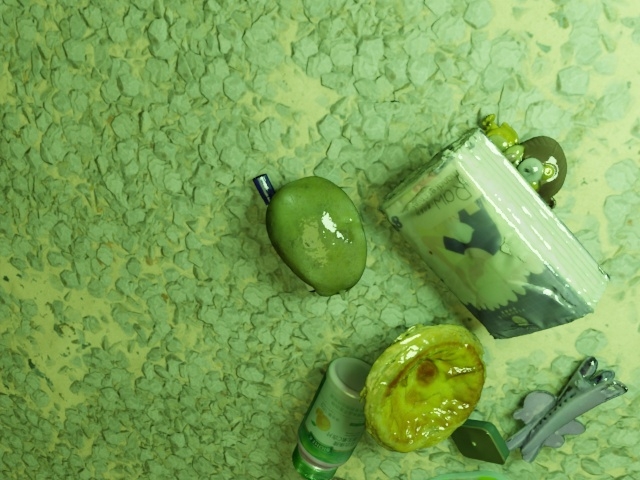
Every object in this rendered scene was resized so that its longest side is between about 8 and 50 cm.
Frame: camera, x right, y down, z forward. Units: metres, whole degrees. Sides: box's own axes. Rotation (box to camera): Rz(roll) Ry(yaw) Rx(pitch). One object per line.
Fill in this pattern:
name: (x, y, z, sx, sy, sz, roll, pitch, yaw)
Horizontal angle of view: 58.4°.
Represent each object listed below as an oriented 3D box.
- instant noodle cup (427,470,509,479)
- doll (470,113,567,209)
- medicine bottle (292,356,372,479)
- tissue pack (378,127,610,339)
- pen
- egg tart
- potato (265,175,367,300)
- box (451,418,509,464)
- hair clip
instant noodle cup: (0.340, 0.694, 1.190, 0.293, 0.294, 0.308, -23, 107, 23)
doll: (0.334, -0.126, 0.998, 0.188, 0.096, 0.145, 29, 109, 18)
medicine bottle: (0.031, 0.396, 1.248, 0.133, 0.133, 0.274, 26, 115, 8)
tissue pack: (0.284, -0.001, 0.988, 0.344, 0.125, 0.242, 49, 151, -2)
pen: (-0.069, -0.013, 1.194, 0.033, 0.033, 0.269, -21, 101, 23)
egg tart: (0.193, 0.277, 1.127, 0.294, 0.116, 0.295, -10, 114, -23)
potato: (0.000, 0.000, 1.112, 0.174, 0.159, 0.252, -27, 89, 44)
box: (0.325, 0.411, 1.182, 0.091, 0.031, 0.126, 59, 149, -6)
hair clip: (0.479, 0.331, 1.115, 0.137, 0.090, 0.278, 32, 124, -9)
